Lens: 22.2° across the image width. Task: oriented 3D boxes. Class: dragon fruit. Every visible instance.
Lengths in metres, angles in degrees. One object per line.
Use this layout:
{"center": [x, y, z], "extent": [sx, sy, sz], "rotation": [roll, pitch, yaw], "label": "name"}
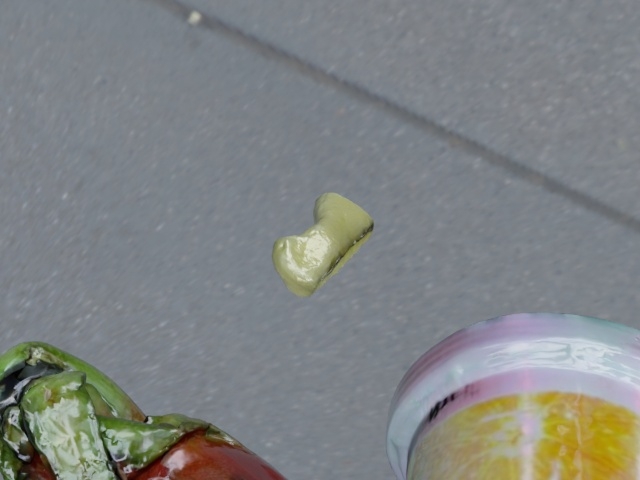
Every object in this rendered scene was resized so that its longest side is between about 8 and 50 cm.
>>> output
{"center": [-0.061, 0.170, 0.664], "extent": [0.198, 0.200, 0.269], "rotation": [-41, 104, 17], "label": "dragon fruit"}

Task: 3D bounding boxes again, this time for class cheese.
{"center": [0.000, 0.000, 1.019], "extent": [0.044, 0.030, 0.083], "rotation": [40, 46, 7], "label": "cheese"}

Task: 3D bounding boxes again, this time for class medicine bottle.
{"center": [0.057, 0.198, 0.384], "extent": [0.108, 0.108, 0.426], "rotation": [23, 39, -12], "label": "medicine bottle"}
